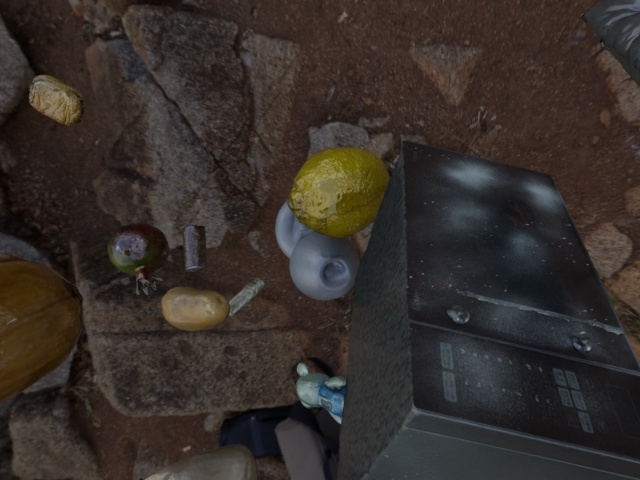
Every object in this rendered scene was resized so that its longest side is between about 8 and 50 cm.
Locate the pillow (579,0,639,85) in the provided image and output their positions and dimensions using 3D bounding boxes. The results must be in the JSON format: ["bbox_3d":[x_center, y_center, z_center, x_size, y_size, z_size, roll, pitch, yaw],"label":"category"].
[{"bbox_3d":[0.480,-0.262,0.520,0.228,0.327,0.101,-32,123,31],"label":"pillow"}]

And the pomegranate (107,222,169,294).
[{"bbox_3d":[-0.399,0.032,0.985,0.129,0.129,0.159,-36,39,13],"label":"pomegranate"}]

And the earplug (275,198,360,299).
[{"bbox_3d":[-0.001,0.008,1.188,0.213,0.175,0.326,-9,54,-12],"label":"earplug"}]

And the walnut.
[{"bbox_3d":[-0.501,0.151,0.618,0.208,0.336,0.209,24,134,27],"label":"walnut"}]

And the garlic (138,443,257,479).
[{"bbox_3d":[-0.262,0.541,0.975,0.196,0.338,0.151,-25,61,18],"label":"garlic"}]

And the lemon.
[{"bbox_3d":[0.047,-0.112,1.028,0.259,0.204,0.204,-17,86,-18],"label":"lemon"}]

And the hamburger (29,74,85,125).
[{"bbox_3d":[-0.425,-0.225,0.727,0.083,0.044,0.076,27,132,-26],"label":"hamburger"}]

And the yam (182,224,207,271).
[{"bbox_3d":[-0.407,0.025,1.461,0.079,0.079,0.142,-10,79,15],"label":"yam"}]

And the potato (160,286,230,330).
[{"bbox_3d":[-0.394,0.218,1.427,0.233,0.150,0.146,3,96,24],"label":"potato"}]

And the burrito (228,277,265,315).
[{"bbox_3d":[-0.279,0.204,1.615,0.188,0.045,0.058,-44,41,-5],"label":"burrito"}]

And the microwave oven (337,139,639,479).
[{"bbox_3d":[0.178,0.131,0.612,0.236,0.432,0.375,13,131,-1],"label":"microwave oven"}]

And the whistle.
[{"bbox_3d":[0.029,0.346,1.001,0.235,0.077,0.114,4,101,46],"label":"whistle"}]
